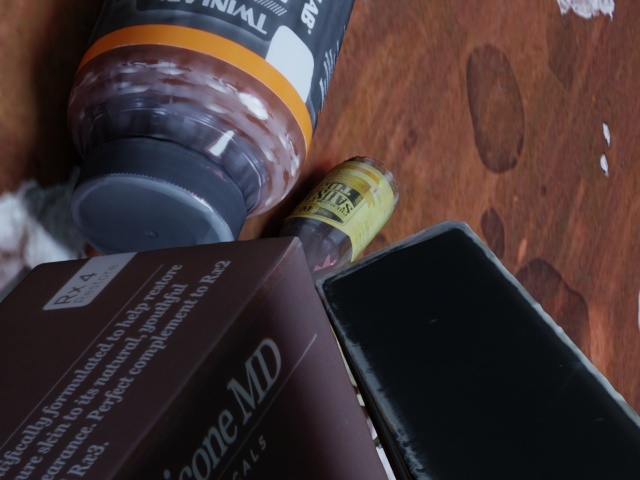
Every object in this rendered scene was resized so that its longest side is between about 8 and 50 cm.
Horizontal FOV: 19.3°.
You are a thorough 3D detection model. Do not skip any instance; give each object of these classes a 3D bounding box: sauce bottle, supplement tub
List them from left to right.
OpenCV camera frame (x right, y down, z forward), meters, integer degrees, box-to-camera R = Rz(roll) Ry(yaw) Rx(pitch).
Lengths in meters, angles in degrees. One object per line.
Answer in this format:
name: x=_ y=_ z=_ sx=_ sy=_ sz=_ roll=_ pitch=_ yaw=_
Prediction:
supplement tub: x=-0.045 y=-0.081 z=0.813 sx=0.106 sy=0.106 sz=0.198 roll=53 pitch=41 yaw=-42
sauce bottle: x=0.000 y=0.000 z=0.941 sx=0.128 sy=0.042 sz=0.042 roll=-50 pitch=127 yaw=-55

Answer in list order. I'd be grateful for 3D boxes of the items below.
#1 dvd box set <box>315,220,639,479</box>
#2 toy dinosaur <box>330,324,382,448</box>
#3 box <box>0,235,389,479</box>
dvd box set: x=0.122 y=0.226 z=0.567 sx=0.307 sy=0.062 sz=0.420 roll=-120 pitch=-173 yaw=-69
toy dinosaur: x=0.036 y=0.062 z=0.983 sx=0.183 sy=0.053 sz=0.093 roll=-4 pitch=87 yaw=-61
box: x=-0.037 y=0.209 z=0.741 sx=0.191 sy=0.143 sz=0.381 roll=-54 pitch=128 yaw=-51
